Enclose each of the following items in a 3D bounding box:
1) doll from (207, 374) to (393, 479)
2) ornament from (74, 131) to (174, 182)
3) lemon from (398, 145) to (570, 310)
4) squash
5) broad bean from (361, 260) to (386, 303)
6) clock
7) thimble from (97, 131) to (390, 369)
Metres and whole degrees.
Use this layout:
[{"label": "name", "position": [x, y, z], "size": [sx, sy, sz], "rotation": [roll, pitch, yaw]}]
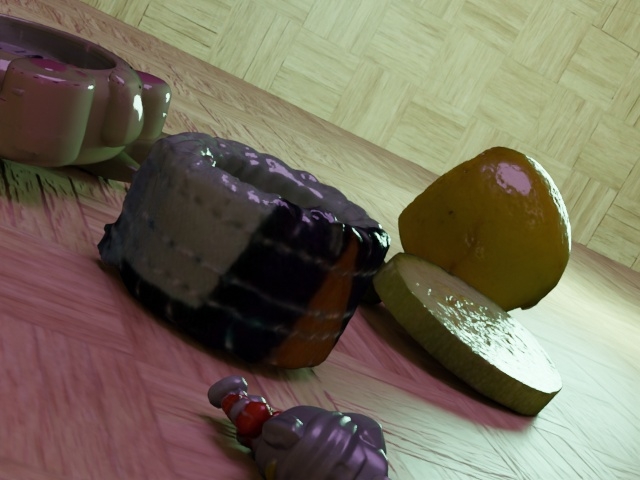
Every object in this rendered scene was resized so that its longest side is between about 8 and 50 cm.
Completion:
[{"label": "doll", "position": [-0.012, 0.137, 0.759], "size": [0.180, 0.079, 0.094], "rotation": [21, -23, 49]}, {"label": "ornament", "position": [-0.249, -0.127, 1.402], "size": [0.230, 0.061, 0.245], "rotation": [38, 22, 34]}, {"label": "lemon", "position": [0.246, 0.001, 1.630], "size": [0.219, 0.240, 0.240], "rotation": [57, 17, 10]}, {"label": "squash", "position": [0.173, 0.106, 1.334], "size": [0.252, 0.049, 0.252], "rotation": [35, 14, -10]}, {"label": "broad bean", "position": [-0.001, 0.002, 1.400], "size": [0.207, 0.072, 0.153], "rotation": [33, 24, 13]}, {"label": "clock", "position": [-0.317, -0.169, 1.192], "size": [0.284, 0.114, 0.309], "rotation": [22, 15, 15]}, {"label": "thimble", "position": [-0.068, 0.003, 1.023], "size": [0.237, 0.150, 0.237], "rotation": [26, 11, -6]}]
